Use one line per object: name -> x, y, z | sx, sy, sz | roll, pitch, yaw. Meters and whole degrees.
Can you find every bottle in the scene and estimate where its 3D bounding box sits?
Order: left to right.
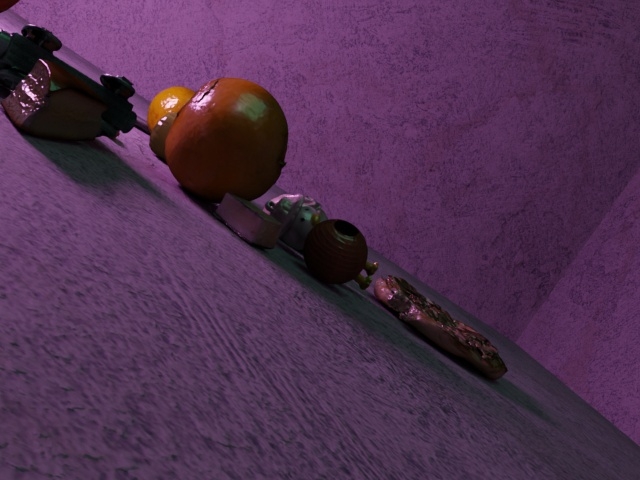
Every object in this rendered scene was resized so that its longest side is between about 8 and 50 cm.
bottle -> -0.260, -0.181, 1.761 | 0.260, 0.112, 0.112 | 35, 5, 10

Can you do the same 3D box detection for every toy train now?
toy train -> -0.455, -0.269, 1.338 | 0.177, 0.116, 0.285 | 8, -16, 46

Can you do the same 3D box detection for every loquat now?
loquat -> -0.189, -0.200, 1.563 | 0.263, 0.263, 0.263 | 34, 5, -3

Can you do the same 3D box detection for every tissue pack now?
tissue pack -> -0.497, -0.326, 2.123 | 0.193, 0.026, 0.122 | 30, 6, -44

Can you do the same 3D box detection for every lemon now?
lemon -> -0.368, -0.316, 2.029 | 0.170, 0.170, 0.207 | 31, 5, -30

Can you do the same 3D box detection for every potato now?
potato -> -0.139, -0.038, 1.472 | 0.122, 0.061, 0.086 | 36, 7, 31

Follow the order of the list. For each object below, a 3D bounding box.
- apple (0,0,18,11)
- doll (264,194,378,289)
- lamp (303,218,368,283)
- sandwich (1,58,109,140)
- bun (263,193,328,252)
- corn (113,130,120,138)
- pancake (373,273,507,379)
apple -> -0.732, -0.614, 1.559 | 0.276, 0.349, 0.348 | 16, 4, 1
doll -> 0.000, 0.000, 1.705 | 0.293, 0.138, 0.119 | 36, -36, -13
lamp -> 0.030, 0.023, 1.583 | 0.136, 0.136, 0.136 | 34, 5, -3
sandwich -> -0.403, -0.210, 1.180 | 0.096, 0.094, 0.258 | 39, 3, -1
bun -> -0.049, -0.049, 1.844 | 0.172, 0.120, 0.173 | 32, 6, -4
corn -> -0.424, -0.225, 1.594 | 0.028, 0.027, 0.083 | 50, -2, -17
pancake -> 0.284, 0.202, 1.879 | 0.382, 0.071, 0.382 | 34, 6, -4
